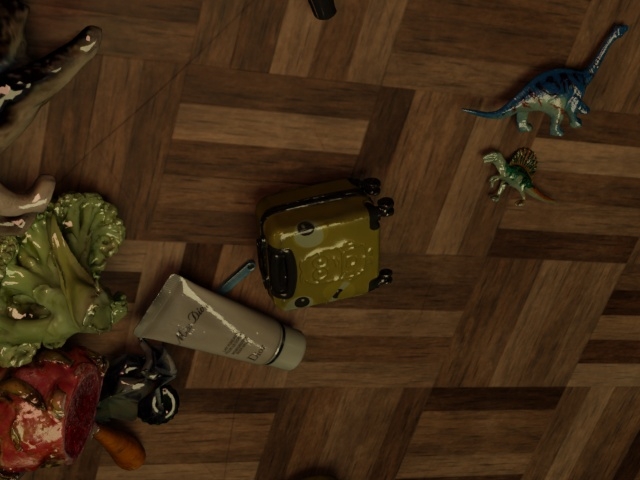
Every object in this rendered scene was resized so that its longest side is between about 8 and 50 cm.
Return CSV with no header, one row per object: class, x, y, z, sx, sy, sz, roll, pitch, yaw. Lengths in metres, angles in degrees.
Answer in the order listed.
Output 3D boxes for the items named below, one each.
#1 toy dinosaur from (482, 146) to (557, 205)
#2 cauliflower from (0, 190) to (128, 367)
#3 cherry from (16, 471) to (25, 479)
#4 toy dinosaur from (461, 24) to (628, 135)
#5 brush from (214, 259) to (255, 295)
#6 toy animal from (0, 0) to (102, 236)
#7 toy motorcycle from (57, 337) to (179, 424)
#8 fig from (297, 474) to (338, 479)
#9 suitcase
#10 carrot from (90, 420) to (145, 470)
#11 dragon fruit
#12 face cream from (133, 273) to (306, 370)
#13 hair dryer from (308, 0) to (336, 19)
toy dinosaur,0.367,-0.119,2.082,0.187,0.044,0.106,1,109,-21
cauliflower,-0.418,0.079,1.776,0.327,0.281,0.260,-48,161,-3
cherry,-0.588,0.350,1.968,0.195,0.195,0.195,-11,128,-14
toy dinosaur,0.409,-0.245,1.980,0.329,0.076,0.144,-27,123,-4
brush,-0.178,0.092,2.038,0.164,0.014,0.051,-42,130,10
toy animal,-0.490,-0.197,1.564,0.303,0.194,0.344,18,84,-22
toy motorcycle,-0.368,0.239,2.017,0.270,0.106,0.159,18,113,-18
fig,-0.018,0.592,2.374,0.181,0.191,0.181,12,142,9
suitcase,0.000,0.000,1.955,0.235,0.143,0.194,-12,129,-14
carrot,-0.382,0.366,2.095,0.061,0.061,0.256,-26,148,-1
dragon fruit,-0.436,0.263,1.858,0.147,0.282,0.211,8,154,21
face cream,-0.170,0.156,2.042,0.314,0.089,0.143,22,115,-31
hair dryer,-0.088,-0.392,1.697,0.219,0.075,0.195,-15,139,3
